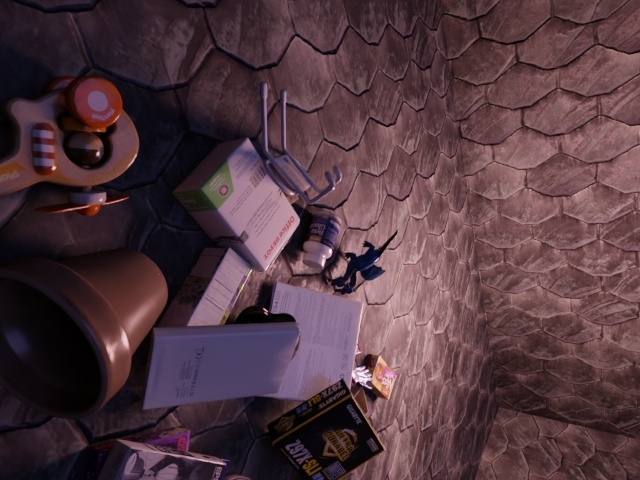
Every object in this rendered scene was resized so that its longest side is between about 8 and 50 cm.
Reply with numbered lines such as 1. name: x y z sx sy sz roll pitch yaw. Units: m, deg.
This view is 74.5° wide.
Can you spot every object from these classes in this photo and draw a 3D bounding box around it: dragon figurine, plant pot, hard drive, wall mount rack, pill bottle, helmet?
1. dragon figurine: 0.167 0.082 1.458 0.085 0.290 0.144 56 11 -40
2. plant pot: 0.088 0.568 1.442 0.109 0.096 0.108 -33 116 -49
3. hard drive: -0.214 0.270 0.921 0.308 0.040 0.202 4 119 -30
4. plant pot: -0.392 0.121 0.715 0.229 0.264 0.262 -53 133 -63
5. wall mount rack: -0.072 -0.248 1.117 0.304 0.131 0.350 51 15 -6
6. pill bottle: 0.000 0.000 1.321 0.094 0.094 0.169 42 58 -45
7. helmet: -0.137 0.258 1.081 0.162 0.170 0.169 27 68 -29

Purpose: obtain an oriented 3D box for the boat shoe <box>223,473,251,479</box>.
1. boat shoe: -0.139 0.730 1.092 0.127 0.158 0.340 -59 134 -34

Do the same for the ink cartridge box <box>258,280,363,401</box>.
1. ink cartridge box: -0.037 0.312 1.267 0.331 0.072 0.323 18 75 -28

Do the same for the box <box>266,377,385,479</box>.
1. box: 0.026 0.591 1.258 0.257 0.079 0.321 -29 123 -4

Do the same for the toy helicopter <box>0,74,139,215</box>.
1. toy helicopter: -0.470 -0.115 0.705 0.355 0.140 0.234 -41 131 -32

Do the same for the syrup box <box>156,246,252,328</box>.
1. syrup box: -0.265 0.134 0.974 0.096 0.093 0.236 49 53 -42

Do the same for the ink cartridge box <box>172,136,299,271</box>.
1. ink cartridge box: -0.195 -0.082 1.046 0.272 0.115 0.198 58 48 -34

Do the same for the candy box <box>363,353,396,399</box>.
1. candy box: 0.232 0.543 1.670 0.186 0.053 0.109 53 51 -37

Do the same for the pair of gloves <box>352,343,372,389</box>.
1. pair of gloves: 0.125 0.428 1.473 0.159 0.023 0.198 21 38 -58

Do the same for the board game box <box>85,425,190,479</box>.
1. board game box: -0.385 0.582 0.861 0.208 0.056 0.345 13 80 -48

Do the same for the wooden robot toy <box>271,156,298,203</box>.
1. wooden robot toy: -0.118 -0.156 1.179 0.076 0.079 0.173 31 27 -56

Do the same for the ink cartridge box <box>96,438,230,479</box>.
1. ink cartridge box: -0.309 0.528 0.873 0.333 0.065 0.165 43 57 -46
